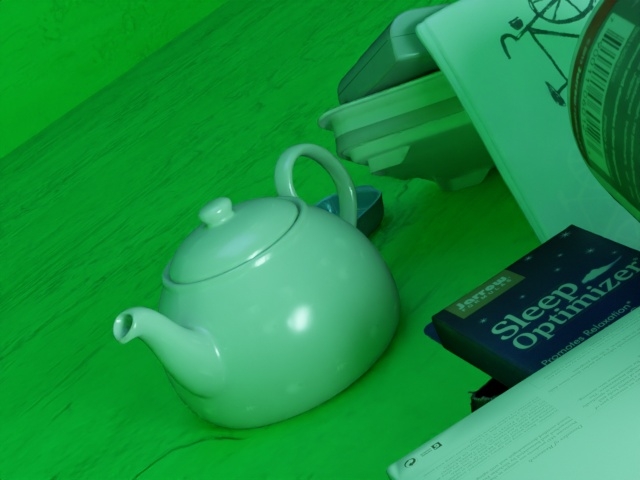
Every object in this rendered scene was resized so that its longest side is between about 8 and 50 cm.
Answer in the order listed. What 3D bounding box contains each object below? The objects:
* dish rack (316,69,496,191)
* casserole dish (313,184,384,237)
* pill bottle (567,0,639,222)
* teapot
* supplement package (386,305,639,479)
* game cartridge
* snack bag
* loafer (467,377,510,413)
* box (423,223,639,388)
[{"bbox_3d":[0.194,-0.122,1.284,0.333,0.072,0.286,-15,-11,30],"label":"dish rack"},{"bbox_3d":[0.000,0.000,1.424,0.114,0.037,0.188,-3,31,49],"label":"casserole dish"},{"bbox_3d":[0.293,-0.050,0.713,0.210,0.210,0.363,-27,23,3],"label":"pill bottle"},{"bbox_3d":[-0.056,0.039,1.183,0.253,0.187,0.256,-27,19,0],"label":"teapot"},{"bbox_3d":[0.178,0.160,0.646,0.194,0.149,0.203,-31,21,-10],"label":"supplement package"},{"bbox_3d":[0.182,-0.187,1.252,0.294,0.060,0.196,-7,-7,-19],"label":"game cartridge"},{"bbox_3d":[0.288,-0.145,1.064,0.343,0.323,0.037,-27,-16,2],"label":"snack bag"},{"bbox_3d":[0.182,0.083,0.928,0.080,0.078,0.220,-8,28,43],"label":"loafer"},{"bbox_3d":[0.172,0.052,0.865,0.136,0.036,0.225,-32,25,-16],"label":"box"}]
